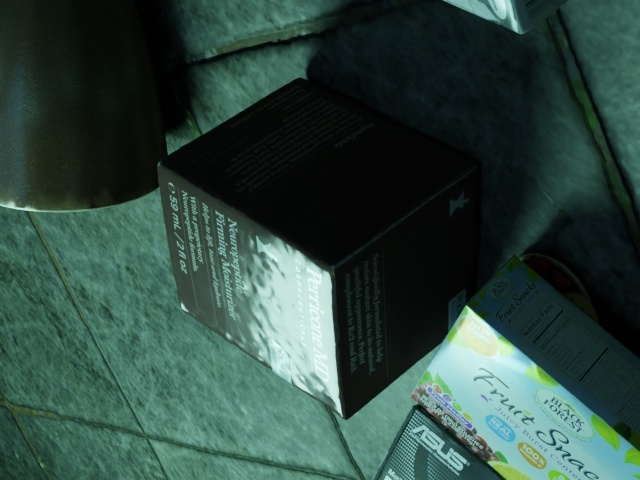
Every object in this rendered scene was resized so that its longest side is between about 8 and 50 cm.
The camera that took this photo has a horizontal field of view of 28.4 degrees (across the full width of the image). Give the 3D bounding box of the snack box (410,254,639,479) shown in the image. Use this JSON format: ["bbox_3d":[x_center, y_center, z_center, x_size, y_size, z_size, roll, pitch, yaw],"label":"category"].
[{"bbox_3d":[0.185,0.134,0.983,0.207,0.070,0.174,40,150,11],"label":"snack box"}]

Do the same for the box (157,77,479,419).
[{"bbox_3d":[0.000,0.000,1.040,0.203,0.167,0.168,30,140,35],"label":"box"}]

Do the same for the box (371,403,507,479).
[{"bbox_3d":[0.125,0.276,1.172,0.191,0.045,0.184,39,118,26],"label":"box"}]

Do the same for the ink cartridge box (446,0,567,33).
[{"bbox_3d":[0.018,-0.255,0.796,0.333,0.065,0.165,37,160,47],"label":"ink cartridge box"}]

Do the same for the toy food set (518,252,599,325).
[{"bbox_3d":[0.177,0.048,0.986,0.083,0.020,0.082,54,149,2],"label":"toy food set"}]

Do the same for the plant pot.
[{"bbox_3d":[-0.251,-0.176,1.211,0.215,0.215,0.230,27,123,38],"label":"plant pot"}]
